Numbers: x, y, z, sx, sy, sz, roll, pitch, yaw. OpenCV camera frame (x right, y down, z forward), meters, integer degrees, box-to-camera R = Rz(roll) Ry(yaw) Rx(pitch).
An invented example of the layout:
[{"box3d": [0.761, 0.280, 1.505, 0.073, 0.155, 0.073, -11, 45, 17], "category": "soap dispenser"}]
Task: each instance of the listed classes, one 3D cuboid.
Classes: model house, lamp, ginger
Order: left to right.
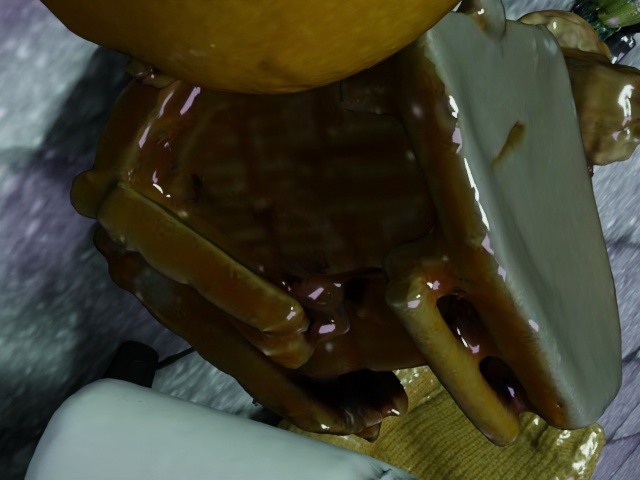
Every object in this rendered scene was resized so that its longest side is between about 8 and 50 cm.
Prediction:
[{"box3d": [-0.074, 0.067, 0.827, 0.121, 0.041, 0.054, -6, 125, -54], "category": "lamp"}, {"box3d": [0.001, 0.000, 0.658, 0.229, 0.219, 0.199, -9, -174, 28], "category": "model house"}, {"box3d": [0.120, -0.040, 0.893, 0.309, 0.107, 0.133, 95, 9, -58], "category": "ginger"}]

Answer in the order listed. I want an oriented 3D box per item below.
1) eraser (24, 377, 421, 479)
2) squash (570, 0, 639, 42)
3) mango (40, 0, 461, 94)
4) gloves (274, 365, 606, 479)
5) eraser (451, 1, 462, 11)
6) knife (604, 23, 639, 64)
[{"box3d": [-0.049, 0.190, 0.727, 0.331, 0.150, 0.331, 17, 90, -77], "category": "eraser"}, {"box3d": [0.228, -0.191, 0.935, 0.183, 0.052, 0.052, -45, 158, 0], "category": "squash"}, {"box3d": [0.004, -0.148, 0.449, 0.236, 0.166, 0.136, -54, 161, 17], "category": "mango"}, {"box3d": [0.040, 0.175, 1.033, 0.356, 0.203, 0.155, -34, -169, -20], "category": "gloves"}, {"box3d": [0.032, -0.151, 0.643, 0.092, 0.046, 0.212, -53, 158, 12], "category": "eraser"}, {"box3d": [0.224, -0.159, 0.984, 0.245, 0.019, 0.072, -50, -172, 2], "category": "knife"}]
